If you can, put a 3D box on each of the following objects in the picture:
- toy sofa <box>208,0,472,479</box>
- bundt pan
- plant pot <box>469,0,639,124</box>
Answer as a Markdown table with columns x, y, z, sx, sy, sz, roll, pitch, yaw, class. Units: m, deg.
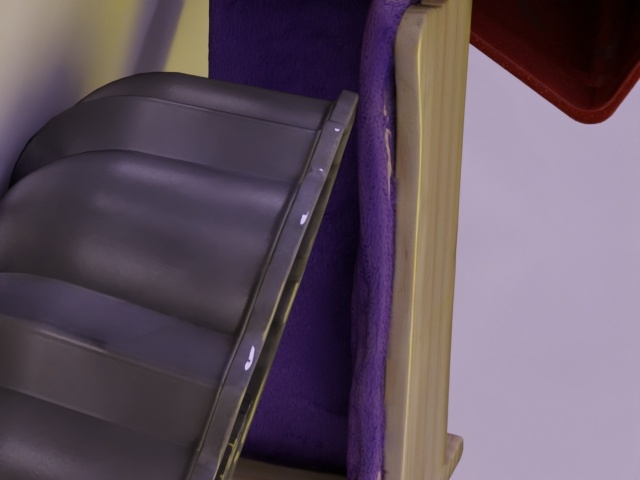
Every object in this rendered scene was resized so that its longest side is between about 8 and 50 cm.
| x | y | z | sx | sy | sz | roll | pitch | yaw | class |
| --- | --- | --- | --- | --- | --- | --- | --- | --- | --- |
| 0.000 | 0.000 | 0.988 | 0.177 | 0.150 | 0.363 | -50 | 144 | -62 | toy sofa |
| -0.093 | 0.072 | 0.742 | 0.331 | 0.124 | 0.331 | 20 | 90 | -89 | bundt pan |
| 0.155 | -0.272 | 1.071 | 0.267 | 0.267 | 0.236 | -55 | 176 | 23 | plant pot |
